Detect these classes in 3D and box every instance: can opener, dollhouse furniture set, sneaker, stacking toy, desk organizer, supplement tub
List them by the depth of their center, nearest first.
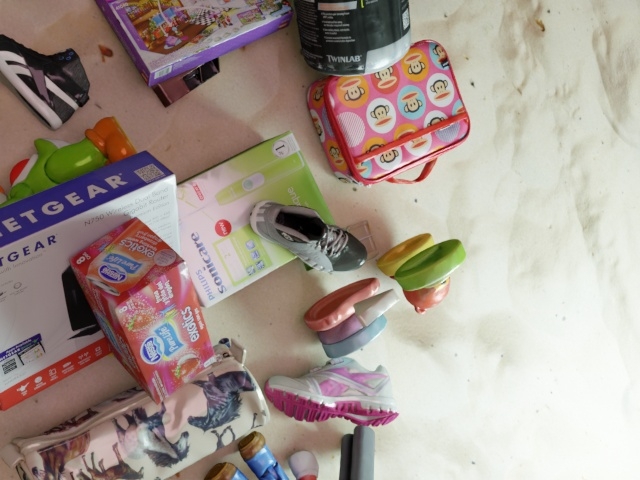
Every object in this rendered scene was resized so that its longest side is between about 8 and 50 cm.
[{"bbox_3d":[-0.469,-0.297,1.311,0.121,0.079,0.217,-48,114,-21],"label":"sneaker"},{"bbox_3d":[0.000,0.000,1.342,0.229,0.132,0.086,22,82,-24],"label":"sneaker"},{"bbox_3d":[0.046,-0.478,1.401,0.207,0.207,0.338,-27,130,-22],"label":"supplement tub"},{"bbox_3d":[0.051,0.440,1.423,0.093,0.074,0.280,38,32,-15],"label":"can opener"},{"bbox_3d":[-0.234,-0.292,1.426,0.130,0.047,0.050,-38,105,-20],"label":"desk organizer"},{"bbox_3d":[0.143,0.117,1.455,0.309,0.279,0.130,-34,100,-17],"label":"stacking toy"},{"bbox_3d":[0.021,0.273,1.495,0.252,0.103,0.111,10,55,-13],"label":"sneaker"},{"bbox_3d":[0.038,0.020,1.548,0.152,0.059,0.076,-21,89,-42],"label":"dollhouse furniture set"}]

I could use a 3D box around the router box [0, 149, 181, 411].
[{"bbox_3d":[-0.371,0.059,1.211,0.335,0.082,0.301,-29,141,-31],"label":"router box"}]

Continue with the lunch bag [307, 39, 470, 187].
[{"bbox_3d":[0.140,-0.229,1.557,0.293,0.120,0.258,-26,102,-21],"label":"lunch bag"}]

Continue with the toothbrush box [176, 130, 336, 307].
[{"bbox_3d":[-0.143,-0.039,1.416,0.283,0.122,0.206,-29,100,-21],"label":"toothbrush box"}]

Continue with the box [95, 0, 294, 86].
[{"bbox_3d":[-0.220,-0.415,1.403,0.293,0.057,0.201,-29,83,-22],"label":"box"}]

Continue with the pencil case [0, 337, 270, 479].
[{"bbox_3d":[-0.293,0.309,1.311,0.410,0.160,0.183,-24,119,-23],"label":"pencil case"}]

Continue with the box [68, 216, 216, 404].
[{"bbox_3d":[-0.258,0.109,1.200,0.123,0.128,0.256,-36,145,-24],"label":"box"}]

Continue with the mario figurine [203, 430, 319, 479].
[{"bbox_3d":[-0.067,0.507,1.452,0.198,0.170,0.320,-38,93,16],"label":"mario figurine"}]

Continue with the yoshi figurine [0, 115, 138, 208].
[{"bbox_3d":[-0.433,-0.029,1.249,0.362,0.203,0.203,-31,114,-12],"label":"yoshi figurine"}]

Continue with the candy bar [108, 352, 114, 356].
[{"bbox_3d":[-0.425,0.197,1.338,0.162,0.018,0.040,-17,95,-24],"label":"candy bar"}]
